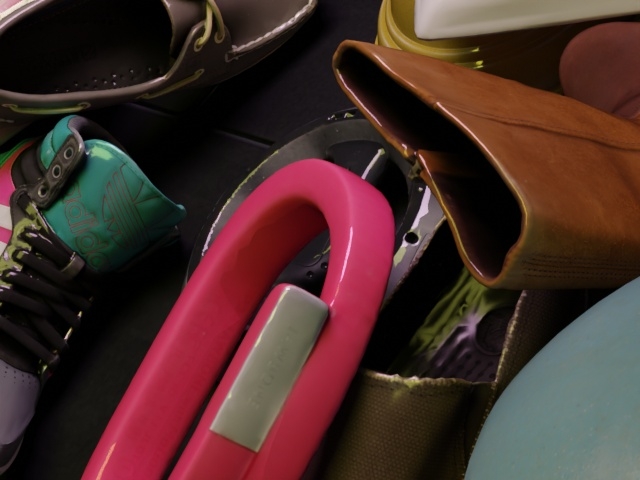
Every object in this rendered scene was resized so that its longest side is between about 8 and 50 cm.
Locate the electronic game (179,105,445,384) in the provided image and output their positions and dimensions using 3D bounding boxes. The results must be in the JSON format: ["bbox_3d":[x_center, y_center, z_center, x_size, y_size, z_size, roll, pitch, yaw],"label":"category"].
[{"bbox_3d":[0.000,0.000,0.799,0.229,0.048,0.229,-26,40,24],"label":"electronic game"}]

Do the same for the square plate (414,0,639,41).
[{"bbox_3d":[0.232,-0.292,0.799,0.344,0.049,0.347,-6,56,18],"label":"square plate"}]

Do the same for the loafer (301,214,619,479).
[{"bbox_3d":[0.027,0.106,0.628,0.134,0.130,0.366,14,61,40],"label":"loafer"}]

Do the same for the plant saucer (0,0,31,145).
[{"bbox_3d":[-0.323,-0.154,1.067,0.332,0.084,0.332,-24,30,15],"label":"plant saucer"}]

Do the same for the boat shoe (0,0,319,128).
[{"bbox_3d":[-0.125,-0.159,0.925,0.305,0.109,0.091,-21,11,-19],"label":"boat shoe"}]

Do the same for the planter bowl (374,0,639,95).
[{"bbox_3d":[0.120,-0.194,0.871,0.217,0.090,0.217,-18,45,19],"label":"planter bowl"}]

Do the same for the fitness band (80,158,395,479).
[{"bbox_3d":[-0.057,0.088,0.649,0.291,0.054,0.209,-60,16,-3],"label":"fitness band"}]

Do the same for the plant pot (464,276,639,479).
[{"bbox_3d":[0.188,0.119,0.412,0.235,0.293,0.293,-9,47,41],"label":"plant pot"}]

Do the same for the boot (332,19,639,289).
[{"bbox_3d":[0.122,-0.052,0.616,0.096,0.280,0.264,-60,40,33],"label":"boot"}]

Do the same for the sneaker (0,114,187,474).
[{"bbox_3d":[-0.181,0.019,0.855,0.178,0.124,0.295,-28,40,22],"label":"sneaker"}]
